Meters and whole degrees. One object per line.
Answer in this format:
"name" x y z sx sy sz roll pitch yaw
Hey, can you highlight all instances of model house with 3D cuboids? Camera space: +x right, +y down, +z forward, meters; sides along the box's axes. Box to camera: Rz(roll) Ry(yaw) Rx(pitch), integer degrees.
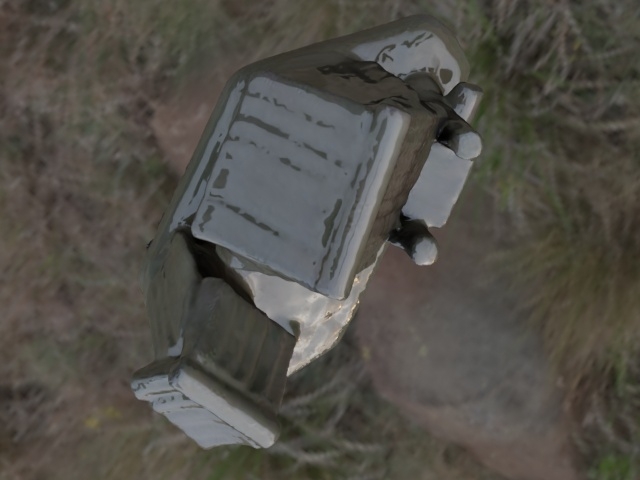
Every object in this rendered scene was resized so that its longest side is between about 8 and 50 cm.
"model house" -0.007 -0.004 0.724 0.122 0.188 0.229 26 102 -11
